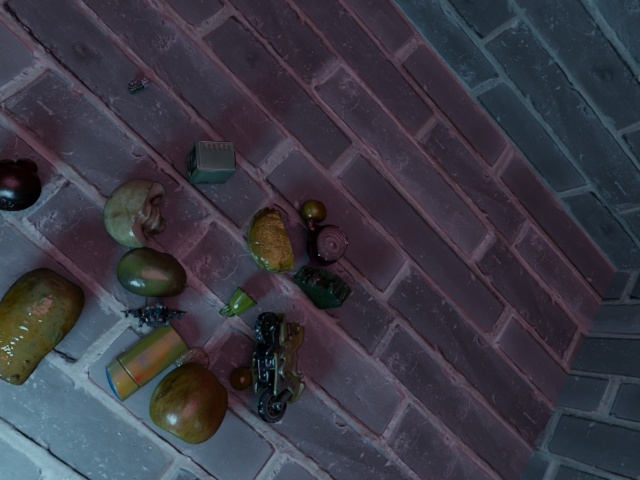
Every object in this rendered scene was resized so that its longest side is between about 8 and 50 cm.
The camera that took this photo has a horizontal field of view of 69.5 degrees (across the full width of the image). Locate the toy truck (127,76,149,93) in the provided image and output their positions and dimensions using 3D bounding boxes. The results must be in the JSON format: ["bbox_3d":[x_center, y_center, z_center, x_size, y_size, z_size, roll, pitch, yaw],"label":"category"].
[{"bbox_3d":[-0.704,-0.600,1.786,0.083,0.039,0.044,-32,112,-24],"label":"toy truck"}]

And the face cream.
[{"bbox_3d":[-0.623,0.426,1.643,0.285,0.067,0.139,-38,96,-25],"label":"face cream"}]

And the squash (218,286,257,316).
[{"bbox_3d":[-0.328,0.259,1.802,0.132,0.105,0.105,-46,102,-10],"label":"squash"}]

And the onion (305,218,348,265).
[{"bbox_3d":[0.000,0.000,1.961,0.218,0.140,0.195,46,63,-12],"label":"onion"}]

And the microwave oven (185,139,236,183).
[{"bbox_3d":[-0.424,-0.303,1.775,0.163,0.205,0.129,-5,84,-27],"label":"microwave oven"}]

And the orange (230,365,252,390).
[{"bbox_3d":[-0.299,0.528,1.769,0.095,0.085,0.085,-40,99,-29],"label":"orange"}]

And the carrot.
[{"bbox_3d":[-0.914,0.261,1.449,0.224,0.224,0.340,37,72,-15],"label":"carrot"}]

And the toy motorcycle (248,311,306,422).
[{"bbox_3d":[-0.159,0.474,1.773,0.237,0.169,0.409,0,85,-57],"label":"toy motorcycle"}]

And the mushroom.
[{"bbox_3d":[-0.671,-0.100,1.660,0.189,0.195,0.253,14,73,12],"label":"mushroom"}]

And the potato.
[{"bbox_3d":[-0.592,0.122,1.652,0.252,0.159,0.174,19,75,-8],"label":"potato"}]

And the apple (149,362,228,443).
[{"bbox_3d":[-0.447,0.558,1.604,0.265,0.264,0.264,4,80,-24],"label":"apple"}]

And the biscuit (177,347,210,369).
[{"bbox_3d":[-0.476,0.463,1.734,0.120,0.015,0.120,4,80,-23],"label":"biscuit"}]

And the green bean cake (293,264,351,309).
[{"bbox_3d":[0.010,0.183,1.900,0.107,0.208,0.193,-44,103,-27],"label":"green bean cake"}]

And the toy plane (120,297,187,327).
[{"bbox_3d":[-0.555,0.247,1.558,0.223,0.326,0.104,6,83,-24],"label":"toy plane"}]

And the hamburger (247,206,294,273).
[{"bbox_3d":[-0.218,0.006,1.860,0.157,0.144,0.282,-16,84,-19],"label":"hamburger"}]

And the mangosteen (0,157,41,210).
[{"bbox_3d":[-1.015,-0.190,1.515,0.200,0.200,0.199,4,80,-24],"label":"mangosteen"}]

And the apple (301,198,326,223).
[{"bbox_3d":[-0.027,-0.126,1.990,0.114,0.099,0.101,-4,81,-22],"label":"apple"}]
